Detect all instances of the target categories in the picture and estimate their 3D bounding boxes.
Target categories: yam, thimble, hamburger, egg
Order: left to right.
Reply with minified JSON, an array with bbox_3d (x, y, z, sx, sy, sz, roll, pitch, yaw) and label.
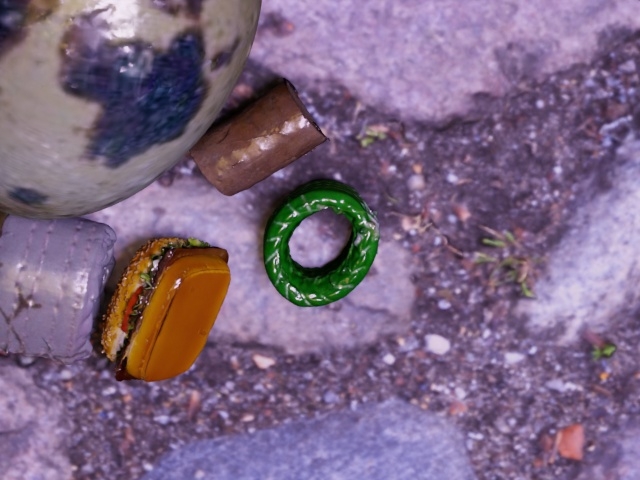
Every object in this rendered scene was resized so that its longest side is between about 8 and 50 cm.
[{"bbox_3d":[-0.280,0.046,1.910,0.118,0.127,0.151,13,116,-2],"label":"thimble"},{"bbox_3d":[-0.237,-0.216,1.736,0.345,0.345,0.428,26,117,-7],"label":"egg"},{"bbox_3d":[-0.165,0.070,1.930,0.087,0.137,0.166,33,105,28],"label":"hamburger"},{"bbox_3d":[-0.064,-0.104,1.905,0.127,0.084,0.084,-33,102,9],"label":"yam"},{"bbox_3d":[0.000,0.000,1.925,0.130,0.090,0.118,-29,101,6],"label":"thimble"}]
